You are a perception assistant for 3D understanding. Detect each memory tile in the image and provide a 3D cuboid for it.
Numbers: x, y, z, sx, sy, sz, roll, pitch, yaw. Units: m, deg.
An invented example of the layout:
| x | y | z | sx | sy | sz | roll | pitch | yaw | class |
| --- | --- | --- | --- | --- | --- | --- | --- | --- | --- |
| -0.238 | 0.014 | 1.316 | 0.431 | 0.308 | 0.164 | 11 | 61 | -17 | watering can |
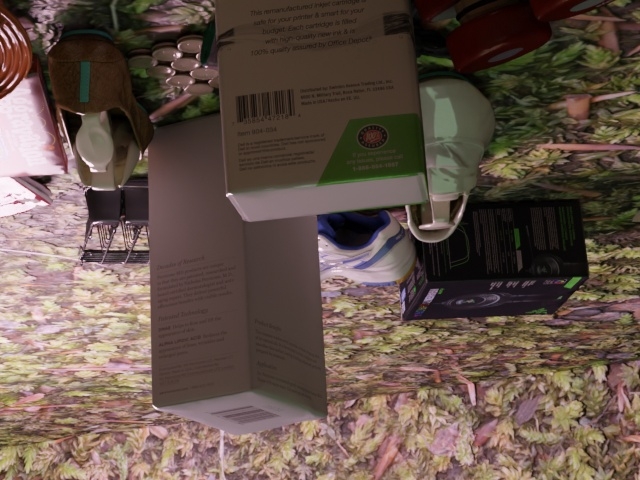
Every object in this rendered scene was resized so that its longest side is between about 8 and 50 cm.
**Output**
| x | y | z | sx | sy | sz | roll | pitch | yaw | class |
| --- | --- | --- | --- | --- | --- | --- | --- | --- | --- |
| -0.150 | -0.210 | 1.896 | 0.113 | 0.012 | 0.148 | -14 | 160 | 30 | memory tile |

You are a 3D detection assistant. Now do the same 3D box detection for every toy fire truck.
| x | y | z | sx | sy | sz | roll | pitch | yaw | class |
| --- | --- | --- | --- | --- | --- | --- | --- | --- | --- |
| 0.241 | -0.288 | 1.523 | 0.254 | 0.169 | 0.302 | -15 | 172 | -35 | toy fire truck |

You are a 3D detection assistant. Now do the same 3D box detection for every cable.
| x | y | z | sx | sy | sz | roll | pitch | yaw | class |
| --- | --- | --- | --- | --- | --- | --- | --- | --- | --- |
| 0.161 | -0.250 | 1.798 | 0.184 | 0.047 | 0.150 | 16 | 149 | -42 | cable |

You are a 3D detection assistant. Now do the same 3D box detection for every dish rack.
| x | y | z | sx | sy | sz | roll | pitch | yaw | class |
| --- | --- | --- | --- | --- | --- | --- | --- | --- | --- |
| -0.263 | -0.020 | 2.387 | 0.208 | 0.074 | 0.271 | 2 | 163 | -13 | dish rack |

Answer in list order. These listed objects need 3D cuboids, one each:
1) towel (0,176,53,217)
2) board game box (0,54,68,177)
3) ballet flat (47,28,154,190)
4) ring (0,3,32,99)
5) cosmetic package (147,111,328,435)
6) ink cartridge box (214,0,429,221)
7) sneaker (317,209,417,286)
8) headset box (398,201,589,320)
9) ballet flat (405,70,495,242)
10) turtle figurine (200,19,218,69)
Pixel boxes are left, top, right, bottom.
| x | y | z | sx | sy | sz | roll | pitch | yaw | class |
| --- | --- | --- | --- | --- | --- | --- | --- | --- | --- |
| -0.572 | -0.069 | 2.221 | 0.329 | 0.037 | 0.237 | -11 | 159 | 17 | towel |
| -0.403 | -0.148 | 1.973 | 0.145 | 0.027 | 0.281 | -4 | 157 | -3 | board game box |
| -0.266 | -0.134 | 1.925 | 0.116 | 0.124 | 0.342 | -1 | 163 | -3 | ballet flat |
| -0.490 | -0.205 | 1.756 | 0.336 | 0.032 | 0.336 | -1 | 157 | -1 | ring |
| -0.110 | 0.043 | 2.093 | 0.156 | 0.385 | 0.217 | -13 | 158 | 25 | cosmetic package |
| 0.000 | -0.171 | 1.620 | 0.198 | 0.273 | 0.115 | -6 | 165 | 6 | ink cartridge box |
| 0.000 | 0.000 | 2.490 | 0.296 | 0.112 | 0.131 | -5 | 138 | 19 | sneaker |
| 0.283 | 0.036 | 2.572 | 0.283 | 0.131 | 0.246 | -2 | 163 | -8 | headset box |
| 0.165 | -0.095 | 2.132 | 0.139 | 0.139 | 0.400 | -4 | 162 | 0 | ballet flat |
| -0.011 | -0.196 | 1.815 | 0.234 | 0.118 | 0.175 | 14 | 156 | -31 | turtle figurine |
